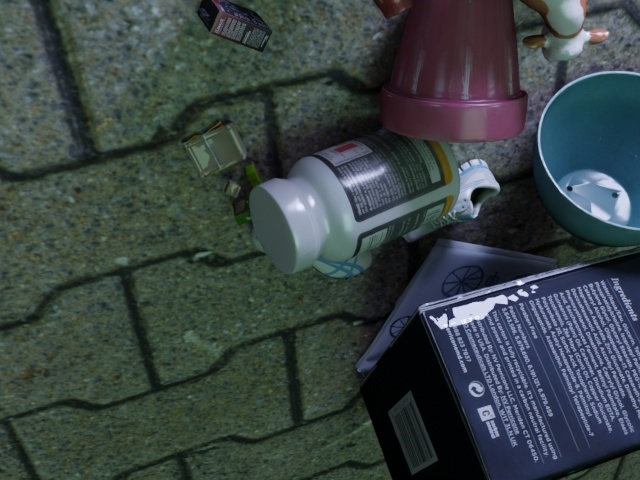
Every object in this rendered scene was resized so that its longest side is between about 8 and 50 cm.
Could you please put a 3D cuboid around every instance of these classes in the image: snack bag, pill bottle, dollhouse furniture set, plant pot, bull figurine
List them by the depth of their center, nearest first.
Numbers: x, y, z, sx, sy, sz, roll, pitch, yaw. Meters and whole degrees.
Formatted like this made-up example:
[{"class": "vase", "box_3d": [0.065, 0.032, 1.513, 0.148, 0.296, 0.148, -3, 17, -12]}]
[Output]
[{"class": "bull figurine", "box_3d": [0.251, -0.356, 0.905, 0.101, 0.188, 0.310, -22, 140, 25]}, {"class": "plant pot", "box_3d": [0.185, -0.243, 1.022, 0.201, 0.201, 0.180, -8, 115, -21]}, {"class": "pill bottle", "box_3d": [0.049, -0.063, 1.080, 0.279, 0.162, 0.162, -23, 135, -24]}, {"class": "dollhouse furniture set", "box_3d": [-0.132, -0.101, 1.083, 0.076, 0.058, 0.151, -24, 116, 3]}, {"class": "plant pot", "box_3d": [0.481, -0.105, 1.250, 0.290, 0.290, 0.195, -21, 157, -10]}, {"class": "snack bag", "box_3d": [0.269, 0.148, 1.494, 0.323, 0.037, 0.342, 7, 126, -31]}]

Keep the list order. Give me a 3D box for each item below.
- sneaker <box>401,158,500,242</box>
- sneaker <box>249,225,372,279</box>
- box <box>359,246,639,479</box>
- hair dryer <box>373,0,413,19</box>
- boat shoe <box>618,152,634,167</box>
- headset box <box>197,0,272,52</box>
[{"class": "sneaker", "box_3d": [0.217, -0.054, 1.263, 0.191, 0.083, 0.071, -40, 136, 10]}, {"class": "sneaker", "box_3d": [0.000, 0.000, 1.194, 0.237, 0.085, 0.086, 16, 123, -38]}, {"class": "box", "box_3d": [0.370, 0.262, 1.305, 0.472, 0.297, 0.480, -15, 158, -15]}, {"class": "hair dryer", "box_3d": [0.080, -0.383, 0.818, 0.080, 0.224, 0.293, -29, 141, -30]}, {"class": "boat shoe", "box_3d": [0.590, -0.114, 1.411, 0.068, 0.072, 0.190, -45, 133, 13]}, {"class": "headset box", "box_3d": [-0.109, -0.269, 0.924, 0.083, 0.062, 0.032, 11, 121, -35]}]
